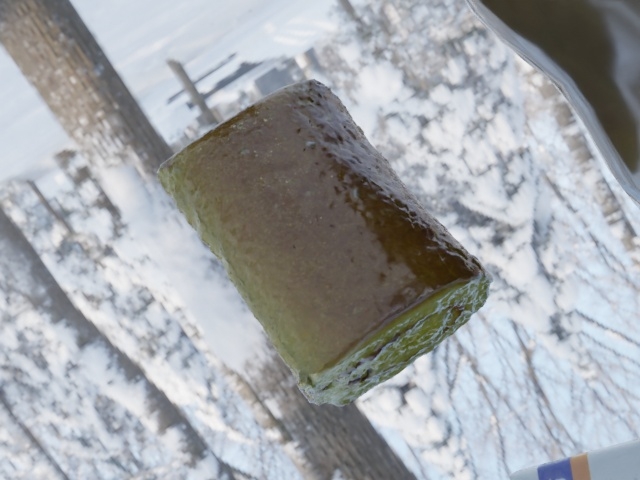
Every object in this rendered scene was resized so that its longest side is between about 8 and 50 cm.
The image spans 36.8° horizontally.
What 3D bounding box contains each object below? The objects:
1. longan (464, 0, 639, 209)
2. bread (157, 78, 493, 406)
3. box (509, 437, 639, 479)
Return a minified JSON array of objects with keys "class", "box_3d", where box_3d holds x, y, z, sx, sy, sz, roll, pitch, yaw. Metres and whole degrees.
[{"class":"longan","box_3d":[0.246,-0.191,0.476,0.404,0.404,0.336,-31,-171,6]},{"class":"bread","box_3d":[0.000,0.000,0.569,0.132,0.172,0.103,-32,153,-13]},{"class":"box","box_3d":[0.256,0.220,0.592,0.106,0.200,0.299,6,156,-25]}]
